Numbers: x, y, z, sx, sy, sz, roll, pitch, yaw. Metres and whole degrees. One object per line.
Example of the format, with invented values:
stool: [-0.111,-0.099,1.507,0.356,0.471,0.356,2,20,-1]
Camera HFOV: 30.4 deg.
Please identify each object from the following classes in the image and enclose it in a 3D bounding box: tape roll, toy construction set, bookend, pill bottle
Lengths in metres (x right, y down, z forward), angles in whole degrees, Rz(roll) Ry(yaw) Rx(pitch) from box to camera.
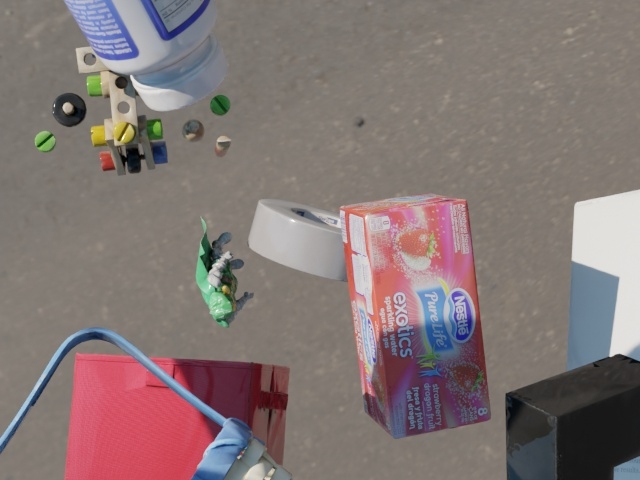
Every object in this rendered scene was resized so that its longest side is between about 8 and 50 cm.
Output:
tape roll: [0.000,0.000,1.827,0.219,0.219,0.072,19,99,26]
toy construction set: [-0.285,-0.226,1.930,0.308,0.237,0.257,20,85,-7]
bookend: [0.266,0.211,1.170,0.072,0.157,0.156,22,121,55]
pill bottle: [-0.207,-0.282,1.311,0.152,0.152,0.272,3,137,31]

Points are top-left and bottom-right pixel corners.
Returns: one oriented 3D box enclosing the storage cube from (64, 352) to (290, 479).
storage cube: [-0.143,0.219,1.227,0.215,0.183,0.193,3,83,10]

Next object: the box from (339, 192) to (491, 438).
box: [0.107,0.081,1.345,0.122,0.128,0.257,-9,97,-11]

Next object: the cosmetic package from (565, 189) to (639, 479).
cosmetic package: [0.443,0.181,1.496,0.161,0.230,0.453,-11,69,56]

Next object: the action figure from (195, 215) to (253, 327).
action figure: [-0.141,0.061,1.703,0.063,0.232,0.137,-22,112,5]

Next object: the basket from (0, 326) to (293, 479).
basket: [-0.128,0.234,0.851,0.289,0.255,0.201,35,159,0]
